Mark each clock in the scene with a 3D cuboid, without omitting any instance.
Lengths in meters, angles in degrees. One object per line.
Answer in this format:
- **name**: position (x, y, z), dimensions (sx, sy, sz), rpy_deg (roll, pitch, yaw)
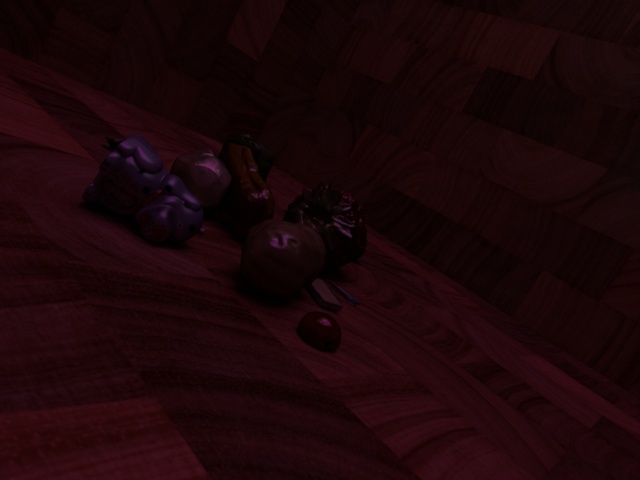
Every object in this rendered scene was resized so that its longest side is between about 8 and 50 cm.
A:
- **clock**: position (-0.373, -0.088, 1.090), dimensions (0.254, 0.189, 0.189), rpy_deg (43, 8, -9)

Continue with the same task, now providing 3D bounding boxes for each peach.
- **peach**: position (0.004, 0.179, 0.998), dimensions (0.098, 0.061, 0.098), rpy_deg (24, 17, -8)

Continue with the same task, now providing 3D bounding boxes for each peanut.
- **peanut**: position (-0.088, 0.035, 1.182), dimensions (0.192, 0.169, 0.387), rpy_deg (26, 6, 9)

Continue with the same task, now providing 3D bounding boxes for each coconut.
- **coconut**: position (-0.356, -0.179, 1.432), dimensions (0.194, 0.194, 0.194), rpy_deg (28, 10, -5)

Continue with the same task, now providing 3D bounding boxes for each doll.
- **doll**: position (-0.687, -0.316, 1.656), dimensions (0.113, 0.076, 0.078), rpy_deg (1, -17, 1)

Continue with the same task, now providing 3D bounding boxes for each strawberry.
- **strawberry**: position (0.019, -0.016, 1.598), dimensions (0.292, 0.292, 0.343), rpy_deg (33, -13, 22)

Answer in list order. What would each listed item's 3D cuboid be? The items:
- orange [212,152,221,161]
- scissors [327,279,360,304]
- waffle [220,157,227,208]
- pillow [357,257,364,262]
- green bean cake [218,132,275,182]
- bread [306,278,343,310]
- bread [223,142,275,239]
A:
- **orange**: position (-0.421, -0.245, 1.736), dimensions (0.134, 0.156, 0.156), rpy_deg (-5, 29, -34)
- **scissors**: position (0.066, 0.154, 1.431), dimensions (0.119, 0.014, 0.058), rpy_deg (37, 8, 24)
- **waffle**: position (-0.297, -0.185, 1.709), dimensions (0.054, 0.214, 0.208), rpy_deg (-17, -31, 33)
- **pillow**: position (0.107, 0.039, 2.066), dimensions (0.130, 0.033, 0.217), rpy_deg (22, 12, -21)
- **green bean cake**: position (-0.326, -0.319, 2.047), dimensions (0.222, 0.248, 0.125), rpy_deg (29, 10, 22)
- **bread**: position (0.002, 0.139, 1.292), dimensions (0.068, 0.028, 0.154), rpy_deg (22, 13, -32)
- **bread**: position (-0.237, -0.153, 1.514), dimensions (0.109, 0.185, 0.380), rpy_deg (1, 36, -23)
